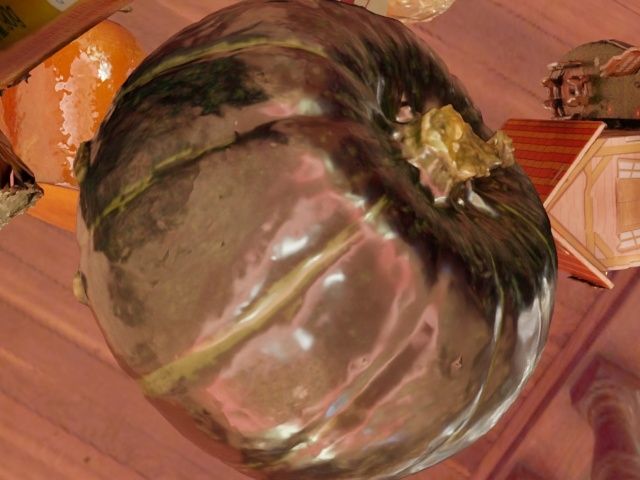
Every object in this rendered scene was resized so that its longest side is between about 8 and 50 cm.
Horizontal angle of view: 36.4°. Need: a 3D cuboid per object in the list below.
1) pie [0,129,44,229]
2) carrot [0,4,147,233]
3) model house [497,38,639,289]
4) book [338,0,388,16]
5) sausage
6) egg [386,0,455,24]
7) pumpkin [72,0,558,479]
[{"bbox_3d":[-0.271,-0.112,0.519,0.103,0.354,0.288,-43,100,-9],"label":"pie"},{"bbox_3d":[-0.296,-0.161,1.141,0.214,0.193,0.331,3,81,-30],"label":"carrot"},{"bbox_3d":[0.217,-0.068,0.850,0.153,0.294,0.207,-7,99,-12],"label":"model house"},{"bbox_3d":[0.000,-0.209,0.865,0.022,0.162,0.232,38,133,35],"label":"book"},{"bbox_3d":[-0.133,-0.160,0.551,0.371,0.082,0.082,-11,108,52],"label":"sausage"},{"bbox_3d":[0.083,-0.342,1.086,0.194,0.233,0.195,-16,136,-16],"label":"egg"},{"bbox_3d":[0.000,0.000,0.634,0.323,0.323,0.241,49,129,-5],"label":"pumpkin"}]
